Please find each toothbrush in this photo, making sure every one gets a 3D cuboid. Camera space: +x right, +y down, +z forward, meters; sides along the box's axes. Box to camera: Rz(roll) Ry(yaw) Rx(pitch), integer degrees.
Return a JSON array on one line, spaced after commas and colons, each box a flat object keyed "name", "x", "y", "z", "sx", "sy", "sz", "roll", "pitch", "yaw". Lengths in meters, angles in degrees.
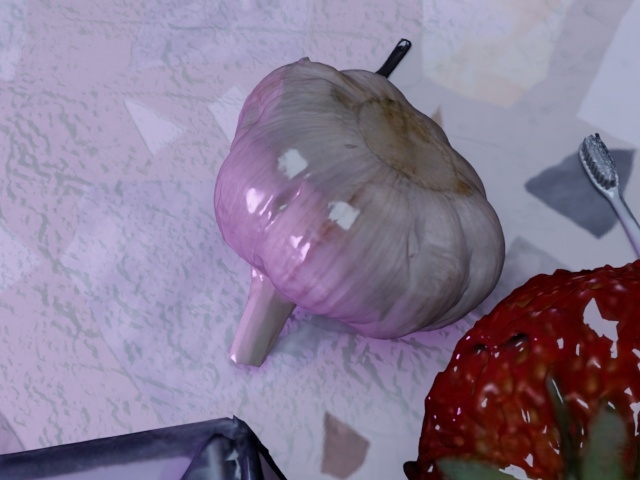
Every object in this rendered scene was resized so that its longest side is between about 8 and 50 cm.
[{"name": "toothbrush", "x": 0.256, "y": 0.046, "z": 1.055, "sx": 0.021, "sy": 0.024, "sz": 0.288, "roll": -25, "pitch": 70, "yaw": -2}]

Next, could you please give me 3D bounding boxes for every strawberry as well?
[{"name": "strawberry", "x": 0.202, "y": 0.139, "z": 0.938, "sx": 0.261, "sy": 0.257, "sz": 0.261, "roll": 6, "pitch": 104, "yaw": 22}]

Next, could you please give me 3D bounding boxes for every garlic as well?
[{"name": "garlic", "x": 0.000, "y": 0.000, "z": 1.031, "sx": 0.218, "sy": 0.218, "sz": 0.212, "roll": 49, "pitch": 118, "yaw": 18}]

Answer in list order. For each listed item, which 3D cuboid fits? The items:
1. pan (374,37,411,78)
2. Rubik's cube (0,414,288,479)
[{"name": "pan", "x": 0.035, "y": -0.114, "z": 1.129, "sx": 0.068, "sy": 0.023, "sz": 0.115, "roll": 30, "pitch": 75, "yaw": 15}, {"name": "Rubik's cube", "x": -0.135, "y": 0.297, "z": 0.841, "sx": 0.305, "sy": 0.307, "sz": 0.310, "roll": -8, "pitch": 69, "yaw": 2}]
